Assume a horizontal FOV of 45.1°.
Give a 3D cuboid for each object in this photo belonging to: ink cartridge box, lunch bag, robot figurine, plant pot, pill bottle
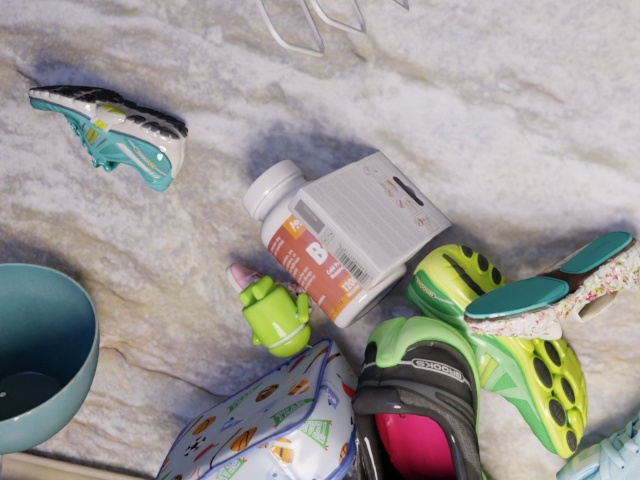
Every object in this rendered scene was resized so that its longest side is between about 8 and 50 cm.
[{"bbox_3d":[0.065,-0.031,0.965,0.145,0.179,0.045,47,129,12],"label":"ink cartridge box"},{"bbox_3d":[-0.071,0.260,1.005,0.303,0.243,0.115,-32,103,20],"label":"lunch bag"},{"bbox_3d":[-0.058,0.105,1.022,0.101,0.067,0.115,-31,96,32],"label":"robot figurine"},{"bbox_3d":[-0.468,0.204,1.155,0.290,0.290,0.195,23,138,18],"label":"plant pot"},{"bbox_3d":[0.000,0.000,1.010,0.216,0.121,0.121,47,108,11],"label":"pill bottle"}]

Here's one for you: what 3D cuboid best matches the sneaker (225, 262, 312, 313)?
[{"bbox_3d":[-0.067,0.067,1.080,0.134,0.051,0.070,46,111,5],"label":"sneaker"}]

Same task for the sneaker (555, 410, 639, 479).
[{"bbox_3d":[0.356,0.271,0.885,0.150,0.135,0.365,17,100,15],"label":"sneaker"}]

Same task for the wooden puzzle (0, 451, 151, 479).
[{"bbox_3d":[-0.422,0.526,1.196,0.322,0.080,0.347,5,78,21],"label":"wooden puzzle"}]

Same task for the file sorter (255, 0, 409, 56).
[{"bbox_3d":[0.053,-0.360,0.927,0.278,0.193,0.173,-24,89,21],"label":"file sorter"}]

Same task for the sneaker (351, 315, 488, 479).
[{"bbox_3d":[0.134,0.332,0.912,0.185,0.202,0.482,-14,106,32],"label":"sneaker"}]

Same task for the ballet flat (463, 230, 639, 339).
[{"bbox_3d":[0.277,0.068,0.881,0.241,0.091,0.077,-24,108,-13],"label":"ballet flat"}]

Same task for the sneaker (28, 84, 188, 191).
[{"bbox_3d":[-0.326,-0.159,1.141,0.275,0.107,0.109,26,113,18],"label":"sneaker"}]

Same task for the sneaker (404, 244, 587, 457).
[{"bbox_3d":[0.220,0.138,0.960,0.295,0.109,0.123,53,138,5],"label":"sneaker"}]
